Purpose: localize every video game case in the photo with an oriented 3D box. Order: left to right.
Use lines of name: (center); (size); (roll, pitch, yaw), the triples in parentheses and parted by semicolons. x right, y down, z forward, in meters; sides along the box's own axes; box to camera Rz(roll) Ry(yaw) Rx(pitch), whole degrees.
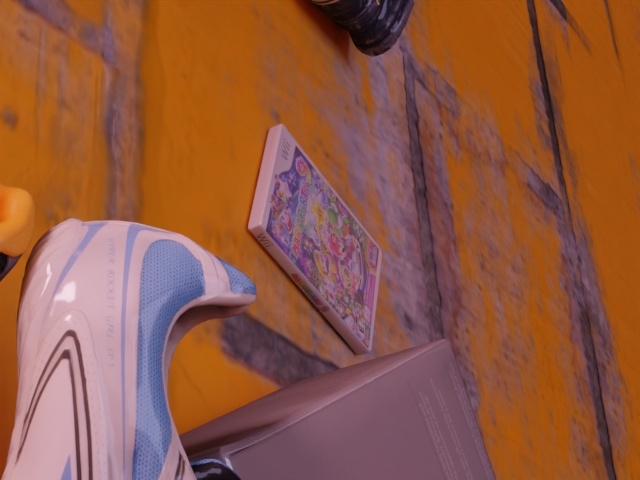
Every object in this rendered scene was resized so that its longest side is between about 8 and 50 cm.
video game case: (0.000, 0.000, 0.741); (0.122, 0.011, 0.087); (50, 33, -35)

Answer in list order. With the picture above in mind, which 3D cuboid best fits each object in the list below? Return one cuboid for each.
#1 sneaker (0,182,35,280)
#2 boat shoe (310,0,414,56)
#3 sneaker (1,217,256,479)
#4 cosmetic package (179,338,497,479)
sneaker: (-0.169, -0.061, 0.386); (0.215, 0.083, 0.084); (57, 31, -23)
boat shoe: (0.029, -0.219, 0.890); (0.083, 0.065, 0.183); (47, 42, -41)
sneaker: (-0.073, 0.109, 0.393); (0.085, 0.086, 0.237); (103, -3, -76)
cosmetic package: (-0.004, 0.132, 0.551); (0.238, 0.107, 0.127); (-10, 82, -60)
